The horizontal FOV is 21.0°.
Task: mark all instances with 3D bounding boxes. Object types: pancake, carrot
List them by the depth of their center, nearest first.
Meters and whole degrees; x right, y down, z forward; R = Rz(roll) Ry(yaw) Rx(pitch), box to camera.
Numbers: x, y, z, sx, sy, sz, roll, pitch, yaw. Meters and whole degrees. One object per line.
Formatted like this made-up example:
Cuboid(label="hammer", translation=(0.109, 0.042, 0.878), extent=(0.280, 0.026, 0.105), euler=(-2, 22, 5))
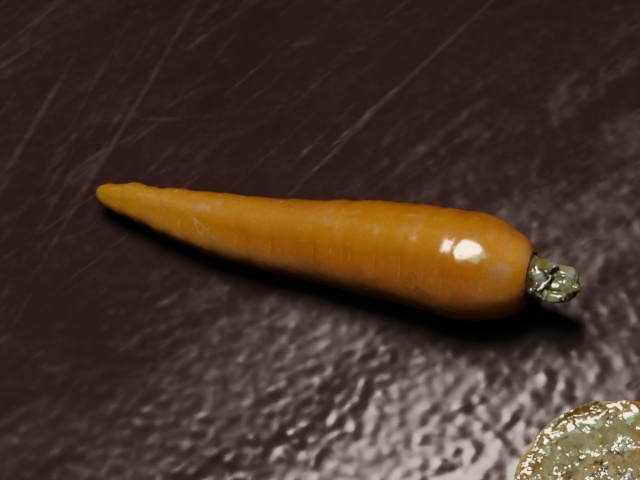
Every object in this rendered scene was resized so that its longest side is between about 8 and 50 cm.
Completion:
Cuboid(label="pancake", translation=(0.167, 0.149, 0.948), extent=(0.139, 0.022, 0.139), euler=(-6, 52, 8))
Cuboid(label="carrot", translation=(0.000, 0.000, 1.072), extent=(0.336, 0.069, 0.069), euler=(10, 57, 22))
